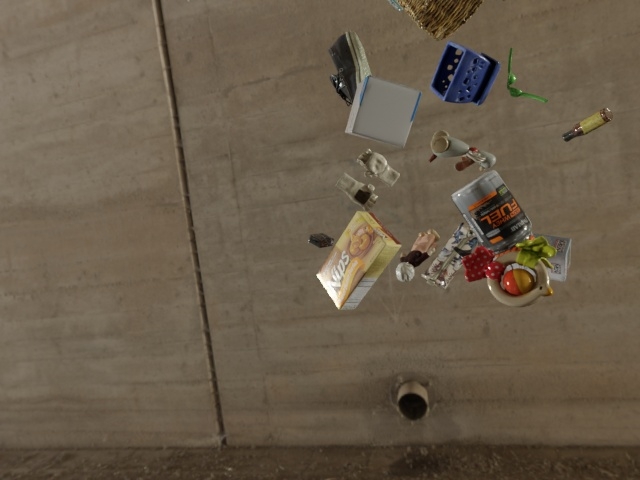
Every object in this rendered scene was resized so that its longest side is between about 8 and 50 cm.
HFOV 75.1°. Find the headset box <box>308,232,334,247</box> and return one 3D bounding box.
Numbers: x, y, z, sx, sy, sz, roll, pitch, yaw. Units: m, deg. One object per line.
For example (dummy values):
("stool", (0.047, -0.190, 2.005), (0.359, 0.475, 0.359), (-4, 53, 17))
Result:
("headset box", (0.000, 0.000, 1.579), (0.062, 0.032, 0.083), (28, 22, 35))

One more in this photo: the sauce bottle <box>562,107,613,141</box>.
("sauce bottle", (0.736, -0.316, 1.154), (0.042, 0.042, 0.128), (-9, -12, -25))

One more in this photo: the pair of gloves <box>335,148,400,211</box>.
("pair of gloves", (0.215, -0.274, 1.873), (0.240, 0.204, 0.042), (-47, 10, 5))

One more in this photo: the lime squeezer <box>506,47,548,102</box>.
("lime squeezer", (0.895, -0.725, 1.891), (0.059, 0.310, 0.110), (-8, -22, -44))

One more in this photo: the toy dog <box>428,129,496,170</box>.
("toy dog", (0.677, -0.418, 2.083), (0.334, 0.160, 0.220), (40, 37, 27))

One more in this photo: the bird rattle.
("bird rattle", (0.555, 0.092, 1.212), (0.254, 0.206, 0.143), (-19, -28, 17))

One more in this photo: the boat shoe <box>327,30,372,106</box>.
("boat shoe", (0.131, -0.654, 1.738), (0.156, 0.499, 0.187), (-19, -25, 20))

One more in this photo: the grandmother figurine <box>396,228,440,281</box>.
("grandmother figurine", (0.475, 0.077, 2.047), (0.342, 0.104, 0.208), (-46, 7, -36))

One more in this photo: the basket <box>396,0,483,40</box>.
("basket", (0.466, -0.939, 1.543), (0.214, 0.222, 0.299), (13, -46, -38))

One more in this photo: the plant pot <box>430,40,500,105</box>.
("plant pot", (0.678, -0.770, 1.942), (0.213, 0.235, 0.235), (9, 34, -12))

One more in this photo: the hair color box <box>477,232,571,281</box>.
("hair color box", (0.951, 0.059, 1.957), (0.375, 0.185, 0.113), (13, 56, 37))

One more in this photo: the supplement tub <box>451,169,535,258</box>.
("supplement tub", (0.709, -0.099, 1.702), (0.207, 0.337, 0.207), (-34, -3, -2))

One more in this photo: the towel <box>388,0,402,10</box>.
("towel", (0.338, -1.246, 1.797), (0.375, 0.320, 0.090), (18, 27, -45))

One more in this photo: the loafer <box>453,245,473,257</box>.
("loafer", (0.811, 0.073, 2.286), (0.170, 0.061, 0.062), (32, 14, 7))

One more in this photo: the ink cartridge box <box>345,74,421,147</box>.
("ink cartridge box", (0.187, -0.400, 1.314), (0.169, 0.171, 0.232), (14, 15, -6))

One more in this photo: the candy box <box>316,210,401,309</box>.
("candy box", (0.126, 0.074, 1.480), (0.088, 0.316, 0.182), (5, 37, -40))

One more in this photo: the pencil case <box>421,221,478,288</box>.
("pencil case", (0.762, 0.098, 2.420), (0.160, 0.410, 0.184), (38, 4, 29))
